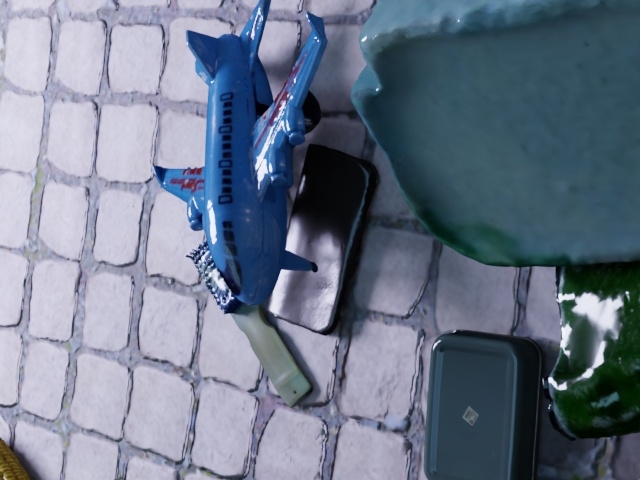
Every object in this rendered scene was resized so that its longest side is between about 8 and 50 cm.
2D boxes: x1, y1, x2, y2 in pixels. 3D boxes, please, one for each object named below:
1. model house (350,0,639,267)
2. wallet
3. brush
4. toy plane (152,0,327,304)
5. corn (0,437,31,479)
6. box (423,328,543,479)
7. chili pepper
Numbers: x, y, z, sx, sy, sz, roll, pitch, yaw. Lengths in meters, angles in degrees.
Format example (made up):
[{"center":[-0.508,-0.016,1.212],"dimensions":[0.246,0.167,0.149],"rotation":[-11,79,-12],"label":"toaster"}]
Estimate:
[{"center":[0.196,-0.149,0.887],"dimensions":[0.280,0.230,0.249],"rotation":[-4,43,38],"label":"model house"},{"center":[0.000,0.000,1.125],"dimensions":[0.082,0.018,0.157],"rotation":[19,100,38],"label":"wallet"},{"center":[-0.064,0.069,1.169],"dimensions":[0.033,0.030,0.179],"rotation":[-43,62,18],"label":"brush"},{"center":[-0.061,-0.069,1.109],"dimensions":[0.254,0.105,0.271],"rotation":[-37,57,44],"label":"toy plane"},{"center":[-0.315,0.267,1.337],"dimensions":[0.207,0.068,0.068],"rotation":[46,115,31],"label":"corn"},{"center":[0.122,0.133,1.013],"dimensions":[0.091,0.031,0.126],"rotation":[6,94,39],"label":"box"},{"center":[0.276,0.061,0.855],"dimensions":[0.270,0.099,0.136],"rotation":[-8,59,44],"label":"chili pepper"}]
